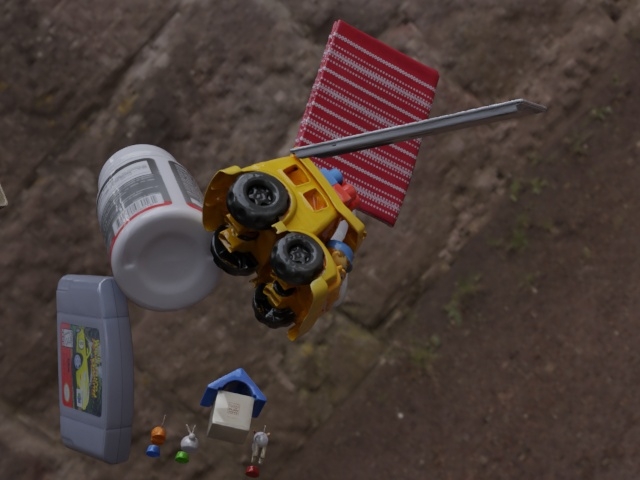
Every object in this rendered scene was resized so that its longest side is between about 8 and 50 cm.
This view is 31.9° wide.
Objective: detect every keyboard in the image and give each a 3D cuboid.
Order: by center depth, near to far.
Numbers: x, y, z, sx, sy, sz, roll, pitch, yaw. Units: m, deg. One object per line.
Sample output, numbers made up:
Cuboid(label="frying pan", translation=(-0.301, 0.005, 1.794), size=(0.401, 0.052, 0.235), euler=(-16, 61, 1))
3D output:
Cuboid(label="keyboard", translation=(0.094, -0.110, 1.122), size=(0.256, 0.014, 0.072), euler=(-9, 1, 30))

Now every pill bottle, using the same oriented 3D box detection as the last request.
Cuboid(label="pill bottle", translation=(-0.243, -0.028, 1.647), size=(0.161, 0.161, 0.283), euler=(-44, 30, 6))

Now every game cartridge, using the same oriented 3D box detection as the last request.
Cuboid(label="game cartridge", translation=(-0.362, 0.203, 1.798), size=(0.196, 0.060, 0.294), euler=(-1, 91, 51))

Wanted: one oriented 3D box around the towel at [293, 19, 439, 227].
Cuboid(label="towel", translation=(0.067, -0.180, 1.698), size=(0.031, 0.199, 0.275), euler=(-20, 49, 62))

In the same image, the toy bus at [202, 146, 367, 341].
Cuboid(label="toy bus", translation=(-0.017, -0.009, 1.466), size=(0.211, 0.220, 0.149), euler=(-25, -22, -31))

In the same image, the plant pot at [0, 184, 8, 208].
Cuboid(label="plant pot", translation=(-0.451, -0.063, 1.303), size=(0.096, 0.109, 0.109), euler=(-34, -16, 28))

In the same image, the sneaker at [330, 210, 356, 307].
Cuboid(label="sneaker", translation=(0.000, 0.000, 1.834), size=(0.080, 0.094, 0.212), euler=(-12, 72, 49))

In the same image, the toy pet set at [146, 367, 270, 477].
Cuboid(label="toy pet set", translation=(-0.107, 0.183, 1.155), size=(0.114, 0.122, 0.065), euler=(116, 165, -52))
